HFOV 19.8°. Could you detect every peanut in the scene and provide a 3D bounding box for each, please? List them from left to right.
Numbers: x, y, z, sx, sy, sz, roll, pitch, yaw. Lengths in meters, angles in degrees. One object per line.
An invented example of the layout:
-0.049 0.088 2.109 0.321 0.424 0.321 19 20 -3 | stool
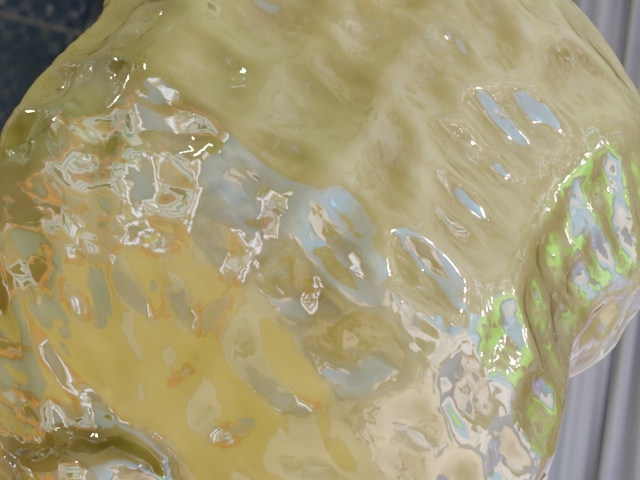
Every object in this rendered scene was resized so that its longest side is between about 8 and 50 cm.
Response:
0.000 0.000 0.511 0.196 0.233 0.110 43 -38 -18 | peanut
